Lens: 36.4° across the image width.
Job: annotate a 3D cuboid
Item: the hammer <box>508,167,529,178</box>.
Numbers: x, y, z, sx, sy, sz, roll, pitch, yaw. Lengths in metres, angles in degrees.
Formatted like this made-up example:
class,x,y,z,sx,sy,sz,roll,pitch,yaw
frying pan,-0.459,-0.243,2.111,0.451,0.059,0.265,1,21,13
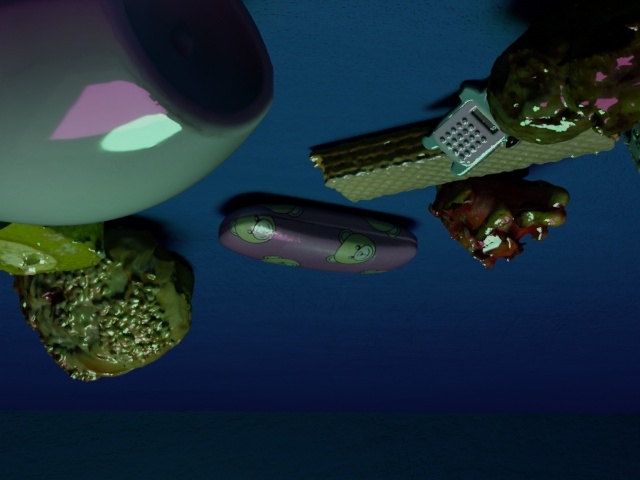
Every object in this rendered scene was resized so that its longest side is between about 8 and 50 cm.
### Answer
class,x,y,z,sx,sy,sz,roll,pitch,yaw
hammer,0.253,-0.062,1.403,0.078,0.021,0.201,0,160,-6

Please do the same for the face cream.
class,x,y,z,sx,sy,sz,roll,pitch,yaw
face cream,-0.243,-0.129,0.873,0.357,0.219,0.312,-14,158,32

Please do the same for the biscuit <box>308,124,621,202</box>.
class,x,y,z,sx,sy,sz,roll,pitch,yaw
biscuit,0.170,-0.114,1.200,0.379,0.054,0.094,-10,158,23

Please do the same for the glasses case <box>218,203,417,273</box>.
class,x,y,z,sx,sy,sz,roll,pitch,yaw
glasses case,0.000,0.000,1.475,0.316,0.075,0.123,9,157,-28

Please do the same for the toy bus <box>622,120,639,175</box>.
class,x,y,z,sx,sy,sz,roll,pitch,yaw
toy bus,0.410,-0.128,1.195,0.061,0.051,0.153,-17,158,5

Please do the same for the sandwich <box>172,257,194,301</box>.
class,x,y,z,sx,sy,sz,roll,pitch,yaw
sandwich,-0.302,0.086,1.670,0.160,0.109,0.185,10,158,0

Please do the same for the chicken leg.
class,x,y,z,sx,sy,sz,roll,pitch,yaw
chicken leg,0.331,-0.186,0.909,0.361,0.140,0.211,-16,179,10

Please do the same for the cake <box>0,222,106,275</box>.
class,x,y,z,sx,sy,sz,roll,pitch,yaw
cake,-0.379,-0.043,1.223,0.179,0.156,0.260,-5,163,29

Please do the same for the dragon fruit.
class,x,y,z,sx,sy,sz,roll,pitch,yaw
dragon fruit,0.236,-0.036,1.289,0.208,0.150,0.133,-11,167,41

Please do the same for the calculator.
class,x,y,z,sx,sy,sz,roll,pitch,yaw
calculator,0.184,-0.134,1.114,0.094,0.019,0.141,42,125,-9

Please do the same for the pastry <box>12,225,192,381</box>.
class,x,y,z,sx,sy,sz,roll,pitch,yaw
pastry,-0.350,0.104,1.515,0.311,0.162,0.255,-24,110,43
